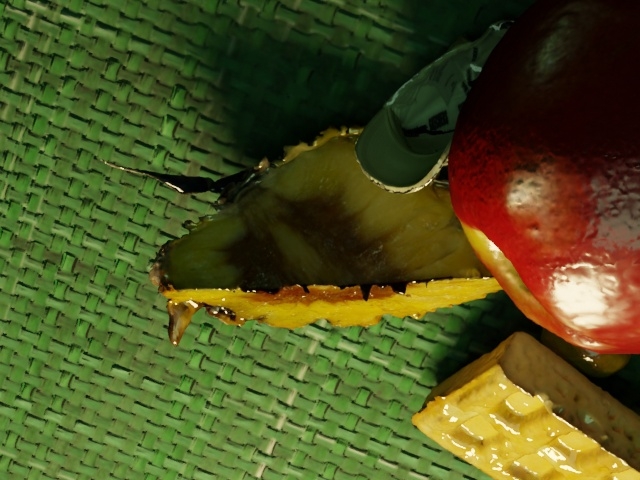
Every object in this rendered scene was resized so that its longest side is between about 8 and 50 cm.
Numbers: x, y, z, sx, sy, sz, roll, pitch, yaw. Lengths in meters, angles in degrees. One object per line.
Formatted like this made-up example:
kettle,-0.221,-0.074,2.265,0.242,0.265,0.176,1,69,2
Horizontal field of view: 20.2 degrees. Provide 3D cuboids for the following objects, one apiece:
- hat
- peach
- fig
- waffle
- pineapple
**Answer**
hat,0.106,-0.095,1.432,0.122,0.166,0.081,-7,128,36
peach,0.259,-0.079,1.325,0.338,0.281,0.281,-38,108,-9
fig,0.226,0.082,1.546,0.088,0.074,0.074,-8,119,41
waffle,0.227,0.191,1.576,0.274,0.057,0.168,34,149,-7
pineapple,0.000,-0.005,1.522,0.334,0.161,0.158,-10,77,0
